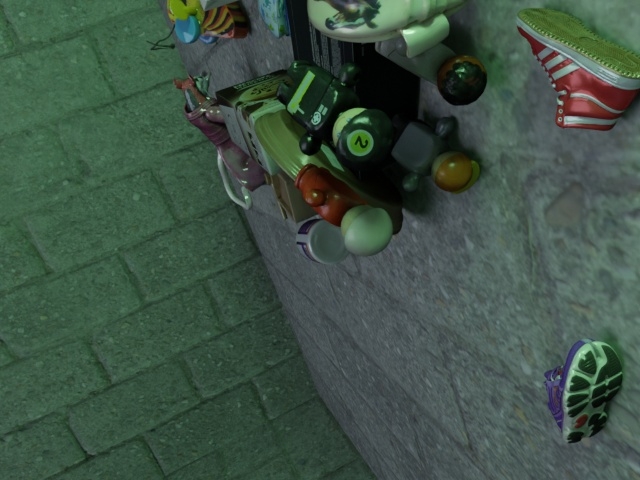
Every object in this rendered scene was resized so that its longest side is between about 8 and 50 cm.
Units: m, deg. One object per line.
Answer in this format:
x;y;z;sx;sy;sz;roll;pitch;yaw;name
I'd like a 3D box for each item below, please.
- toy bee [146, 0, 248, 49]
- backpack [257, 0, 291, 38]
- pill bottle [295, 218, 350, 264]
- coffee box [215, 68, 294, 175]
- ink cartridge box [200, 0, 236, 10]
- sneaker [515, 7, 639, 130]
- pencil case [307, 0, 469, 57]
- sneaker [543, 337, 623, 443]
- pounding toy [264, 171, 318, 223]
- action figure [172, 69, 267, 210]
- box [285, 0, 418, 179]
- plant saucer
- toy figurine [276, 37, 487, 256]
-0.322;-0.568;1.292;0.195;0.299;0.162;-62;-31;-68;toy bee
-0.058;-0.395;0.856;0.105;0.084;0.114;86;158;-51;backpack
0.000;0.000;1.274;0.108;0.108;0.193;67;167;-7;pill bottle
-0.084;-0.246;1.037;0.297;0.168;0.118;43;154;58;coffee box
-0.223;-0.595;1.076;0.198;0.115;0.067;69;167;-11;ink cartridge box
0.196;-0.134;0.420;0.118;0.042;0.067;54;159;33;sneaker
0.041;-0.357;0.375;0.183;0.160;0.410;-107;4;-47;pencil case
0.277;0.162;0.583;0.071;0.068;0.169;-120;12;-46;sneaker
-0.068;-0.136;1.326;0.206;0.094;0.181;51;160;48;pounding toy
-0.280;-0.304;1.439;0.248;0.275;0.370;24;168;46;action figure
0.041;-0.244;0.699;0.184;0.103;0.261;52;162;35;box
0.025;-0.114;0.804;0.278;0.041;0.278;33;-157;-16;plant saucer
0.075;-0.110;0.573;0.148;0.210;0.213;47;157;36;toy figurine
